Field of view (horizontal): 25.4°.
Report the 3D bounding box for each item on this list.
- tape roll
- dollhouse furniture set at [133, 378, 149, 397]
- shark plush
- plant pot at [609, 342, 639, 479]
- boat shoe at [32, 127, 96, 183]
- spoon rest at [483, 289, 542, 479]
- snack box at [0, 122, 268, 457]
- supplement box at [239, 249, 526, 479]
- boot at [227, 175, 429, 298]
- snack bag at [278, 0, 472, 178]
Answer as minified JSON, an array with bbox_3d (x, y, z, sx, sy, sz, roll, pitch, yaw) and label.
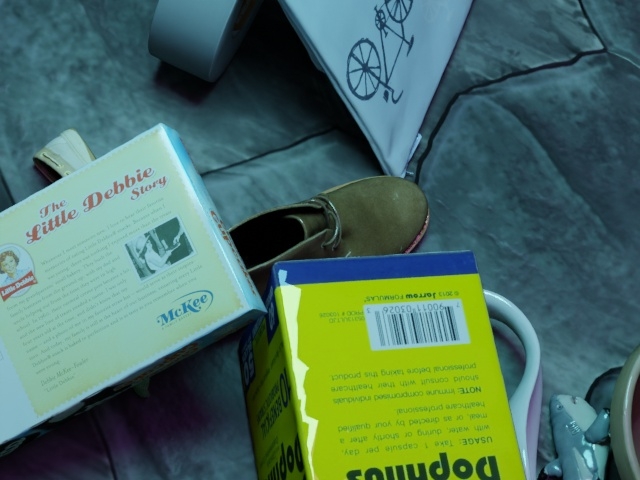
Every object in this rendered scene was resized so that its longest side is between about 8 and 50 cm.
[{"bbox_3d":[-0.096,-0.273,1.449,0.072,0.219,0.219,26,61,1],"label":"tape roll"},{"bbox_3d":[-0.199,0.072,1.335,0.058,0.076,0.152,-5,55,-19],"label":"dollhouse furniture set"},{"bbox_3d":[0.246,0.231,1.392,0.067,0.073,0.161,7,75,18],"label":"shark plush"},{"bbox_3d":[0.369,0.196,1.379,0.237,0.110,0.237,7,71,-20],"label":"plant pot"},{"bbox_3d":[-0.229,-0.039,1.382,0.059,0.063,0.170,-30,51,-13],"label":"boat shoe"},{"bbox_3d":[0.184,0.167,1.357,0.084,0.137,0.276,-14,59,5],"label":"spoon rest"},{"bbox_3d":[-0.230,0.055,1.250,0.322,0.060,0.187,-28,78,7],"label":"snack box"},{"bbox_3d":[0.057,0.211,1.257,0.195,0.194,0.357,-3,65,-15],"label":"supplement box"},{"bbox_3d":[0.000,0.000,1.390,0.305,0.115,0.112,-24,75,-31],"label":"boot"},{"bbox_3d":[0.060,-0.286,1.479,0.037,0.342,0.323,1,53,34],"label":"snack bag"}]
